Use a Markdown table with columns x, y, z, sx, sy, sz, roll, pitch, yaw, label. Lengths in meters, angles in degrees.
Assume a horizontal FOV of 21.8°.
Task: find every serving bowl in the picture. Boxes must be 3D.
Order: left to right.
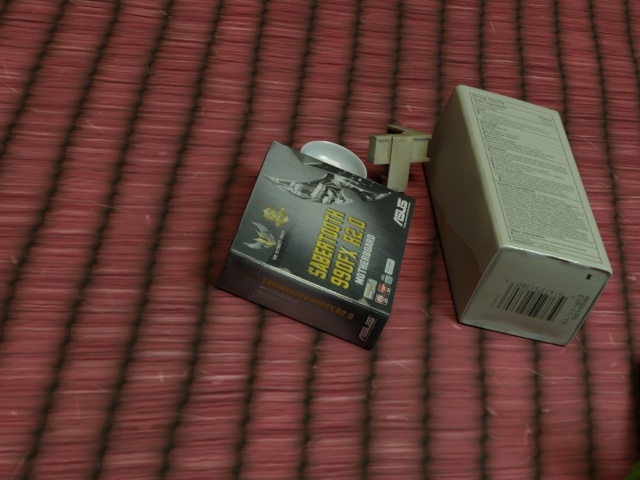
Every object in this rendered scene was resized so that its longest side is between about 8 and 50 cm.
| x | y | z | sx | sy | sz | roll | pitch | yaw | label |
| --- | --- | --- | --- | --- | --- | --- | --- | --- | --- |
| 0.011 | -0.081 | 1.958 | 0.083 | 0.027 | 0.083 | 17 | 36 | -13 | serving bowl |

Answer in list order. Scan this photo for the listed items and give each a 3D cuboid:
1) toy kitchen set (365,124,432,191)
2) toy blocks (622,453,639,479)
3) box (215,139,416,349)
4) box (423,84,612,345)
| x | y | z | sx | sy | sz | roll | pitch | yaw | label |
| --- | --- | --- | --- | --- | --- | --- | --- | --- | --- |
| 0.079 | -0.100 | 2.018 | 0.083 | 0.068 | 0.075 | -4 | 16 | -34 | toy kitchen set |
| 0.488 | 0.111 | 1.760 | 0.191 | 0.381 | 0.261 | 44 | 21 | -12 | toy blocks |
| 0.000 | 0.000 | 1.823 | 0.183 | 0.056 | 0.231 | 23 | 35 | -4 | box |
| 0.223 | -0.036 | 1.946 | 0.148 | 0.121 | 0.311 | 14 | 37 | -16 | box |
